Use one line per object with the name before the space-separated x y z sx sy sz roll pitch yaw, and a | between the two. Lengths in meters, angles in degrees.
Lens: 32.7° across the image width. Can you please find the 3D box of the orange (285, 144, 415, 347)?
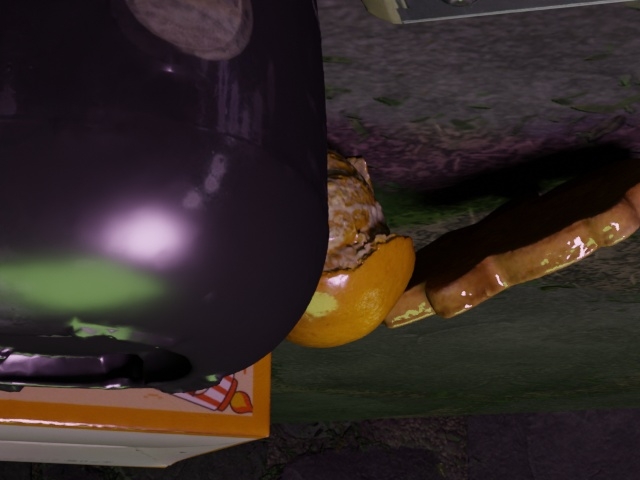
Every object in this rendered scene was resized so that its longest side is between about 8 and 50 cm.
orange | 0.000 0.000 0.799 0.134 0.156 0.156 -15 169 -21

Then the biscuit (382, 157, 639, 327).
biscuit | 0.153 0.002 0.828 0.249 0.035 0.184 -26 -170 35

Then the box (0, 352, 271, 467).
box | -0.218 0.078 0.949 0.284 0.213 0.259 7 159 -26

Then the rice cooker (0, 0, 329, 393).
rice cooker | -0.120 -0.050 0.485 0.267 0.224 0.267 2 165 0

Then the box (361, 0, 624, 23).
box | 0.088 -0.163 0.411 0.211 0.045 0.270 -2 163 14
